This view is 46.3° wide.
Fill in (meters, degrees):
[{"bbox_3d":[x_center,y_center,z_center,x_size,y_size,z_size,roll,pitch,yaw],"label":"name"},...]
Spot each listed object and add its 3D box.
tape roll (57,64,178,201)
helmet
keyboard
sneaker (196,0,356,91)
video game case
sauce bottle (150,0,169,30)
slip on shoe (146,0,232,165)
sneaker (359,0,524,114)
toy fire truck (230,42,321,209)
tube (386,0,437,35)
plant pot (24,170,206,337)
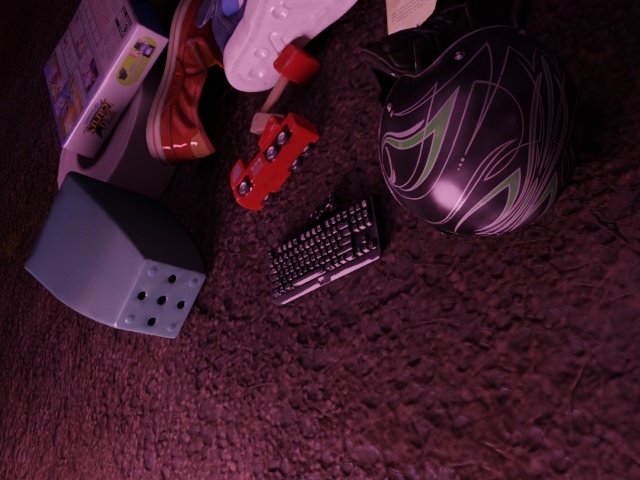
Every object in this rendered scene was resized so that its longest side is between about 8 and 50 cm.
[{"bbox_3d":[-0.344,-0.173,1.297,0.286,0.100,0.286,-24,57,42],"label":"tape roll"},{"bbox_3d":[0.140,-0.089,0.639,0.161,0.169,0.170,-9,65,63],"label":"helmet"},{"bbox_3d":[0.000,0.000,0.873,0.180,0.023,0.108,-28,53,38],"label":"keyboard"},{"bbox_3d":[-0.054,-0.381,1.007,0.323,0.130,0.236,-43,49,46],"label":"sneaker"},{"bbox_3d":[-0.368,-0.311,1.256,0.244,0.061,0.270,-50,44,21],"label":"video game case"},{"bbox_3d":[-0.340,-0.520,1.443,0.111,0.111,0.345,-21,59,43],"label":"sauce bottle"},{"bbox_3d":[-0.179,-0.263,1.154,0.101,0.123,0.331,1,64,14],"label":"slip on shoe"},{"bbox_3d":[0.121,-0.204,0.742,0.087,0.130,0.228,20,87,50],"label":"sneaker"},{"bbox_3d":[-0.060,-0.149,0.993,0.192,0.047,0.135,-49,42,24],"label":"toy fire truck"},{"bbox_3d":[0.104,-0.347,0.893,0.070,0.062,0.240,89,177,-68],"label":"tube"},{"bbox_3d":[-0.282,0.034,1.082,0.234,0.165,0.166,33,99,45],"label":"plant pot"}]
